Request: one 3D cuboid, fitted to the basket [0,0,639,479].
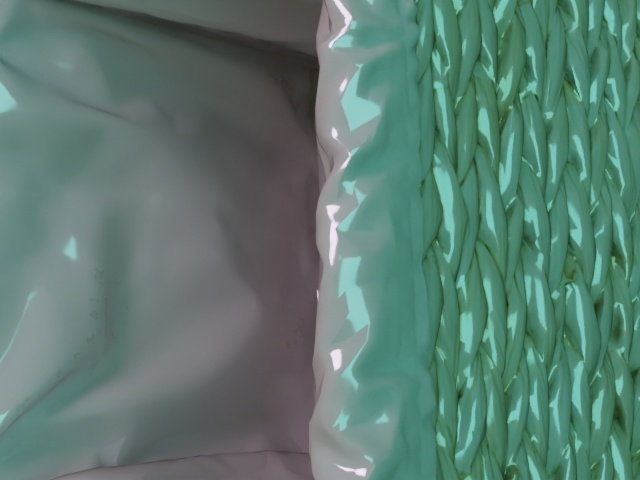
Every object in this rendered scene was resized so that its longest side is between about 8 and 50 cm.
[{"bbox_3d":[0.000,0.000,0.627,0.266,0.328,0.331,5,82,-40],"label":"basket"}]
